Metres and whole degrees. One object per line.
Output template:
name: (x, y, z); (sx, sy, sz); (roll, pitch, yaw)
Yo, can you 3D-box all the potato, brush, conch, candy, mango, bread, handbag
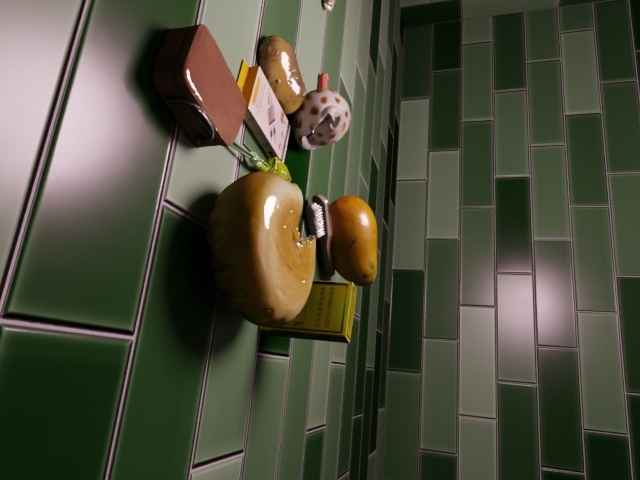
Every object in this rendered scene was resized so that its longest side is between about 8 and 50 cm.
potato: (-0.089, -0.421, 1.157); (0.200, 0.081, 0.164); (69, 28, -43)
brush: (0.000, 0.000, 1.481); (0.065, 0.070, 0.327); (-32, 133, -28)
conch: (-0.003, -0.354, 1.321); (0.275, 0.183, 0.148); (72, -8, -83)
candy: (-0.151, -0.183, 1.016); (0.262, 0.073, 0.077); (30, 43, -62)
mango: (0.106, 0.004, 1.557); (0.173, 0.211, 0.316); (-16, 97, -37)
bread: (-0.122, 0.025, 0.926); (0.333, 0.160, 0.332); (-1, 90, -71)
handbag: (-0.209, -0.261, 0.797); (0.193, 0.072, 0.151); (67, 29, -54)

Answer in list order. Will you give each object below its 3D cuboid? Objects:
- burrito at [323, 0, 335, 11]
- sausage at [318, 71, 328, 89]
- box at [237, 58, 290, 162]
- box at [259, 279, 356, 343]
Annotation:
burrito: (0.034, -0.867, 1.590); (0.055, 0.041, 0.149); (86, 9, -62)
sausage: (0.008, -0.511, 1.527); (0.034, 0.034, 0.129); (37, 55, -68)
box: (-0.133, -0.300, 1.090); (0.247, 0.033, 0.129); (56, 39, -61)
box: (-0.030, 0.171, 1.120); (0.064, 0.220, 0.140); (61, 35, -58)
